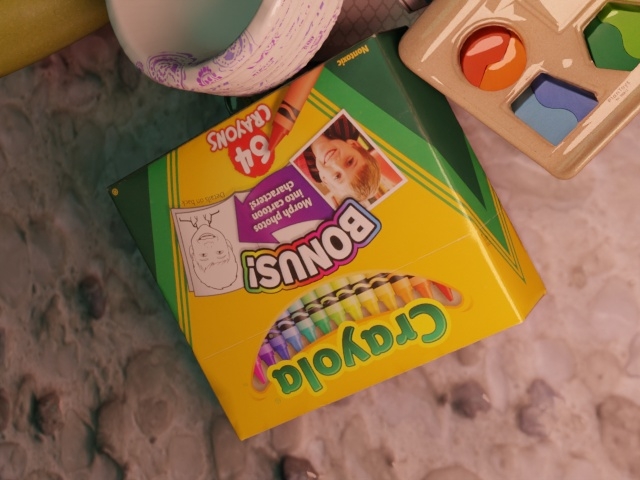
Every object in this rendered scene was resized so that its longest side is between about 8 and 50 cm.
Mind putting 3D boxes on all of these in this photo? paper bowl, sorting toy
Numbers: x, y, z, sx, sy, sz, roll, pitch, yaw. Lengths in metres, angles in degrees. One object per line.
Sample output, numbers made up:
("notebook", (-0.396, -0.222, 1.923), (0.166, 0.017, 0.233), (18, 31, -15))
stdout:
("paper bowl", (-0.080, -0.287, 1.327), (0.284, 0.148, 0.284), (-4, 84, 42))
("sorting toy", (0.253, -0.219, 1.222), (0.229, 0.041, 0.307), (35, 114, -19))

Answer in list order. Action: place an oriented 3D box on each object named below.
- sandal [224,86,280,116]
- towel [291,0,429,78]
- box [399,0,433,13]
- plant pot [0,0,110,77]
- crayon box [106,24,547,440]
("sandal", (-0.044, -0.112, 1.458), (0.090, 0.060, 0.219), (-45, 68, 22))
("towel", (0.023, -0.332, 1.408), (0.332, 0.053, 0.317), (1, 84, 29))
("box", (0.181, -0.357, 1.261), (0.290, 0.087, 0.169), (-24, 80, 12))
("plant pot", (-0.299, -0.351, 1.519), (0.293, 0.275, 0.274), (-12, 84, 14))
("crayon box", (0.000, 0.000, 1.367), (0.363, 0.106, 0.313), (-27, 92, 28))
